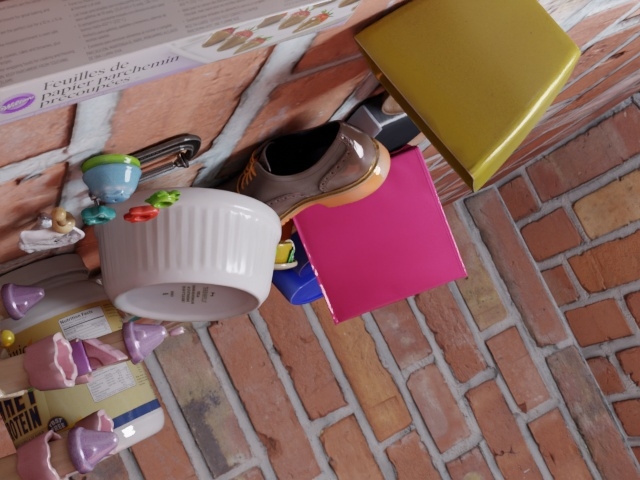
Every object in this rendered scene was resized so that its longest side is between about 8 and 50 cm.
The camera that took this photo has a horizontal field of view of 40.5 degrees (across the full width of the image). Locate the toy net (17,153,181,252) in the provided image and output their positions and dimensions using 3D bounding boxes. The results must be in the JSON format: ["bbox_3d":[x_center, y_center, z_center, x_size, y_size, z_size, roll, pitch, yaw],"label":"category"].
[{"bbox_3d":[-0.284,-0.039,1.072,0.232,0.045,0.122,-23,161,35],"label":"toy net"}]

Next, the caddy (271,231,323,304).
[{"bbox_3d":[0.000,0.000,2.082,0.341,0.179,0.241,-22,151,-30],"label":"caddy"}]

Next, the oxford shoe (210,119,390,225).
[{"bbox_3d":[-0.081,-0.098,1.329,0.363,0.130,0.132,-22,144,26],"label":"oxford shoe"}]

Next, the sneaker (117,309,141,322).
[{"bbox_3d":[-0.438,0.147,1.796,0.302,0.108,0.121,-25,177,17],"label":"sneaker"}]

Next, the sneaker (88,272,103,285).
[{"bbox_3d":[-0.370,0.073,1.655,0.235,0.090,0.094,-22,-169,-29],"label":"sneaker"}]

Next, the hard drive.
[{"bbox_3d":[0.106,-0.188,1.464,0.171,0.054,0.254,-24,174,-19],"label":"hard drive"}]

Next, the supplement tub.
[{"bbox_3d":[-0.408,0.202,1.380,0.228,0.316,0.228,-26,174,-3],"label":"supplement tub"}]

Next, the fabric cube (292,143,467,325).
[{"bbox_3d":[0.100,-0.019,1.660,0.258,0.254,0.259,-22,-173,3],"label":"fabric cube"}]

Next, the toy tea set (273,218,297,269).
[{"bbox_3d":[-0.137,-0.020,1.572,0.199,0.124,0.336,1,-173,-8],"label":"toy tea set"}]

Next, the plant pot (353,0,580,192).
[{"bbox_3d":[0.189,-0.205,1.051,0.187,0.212,0.212,-40,172,7],"label":"plant pot"}]

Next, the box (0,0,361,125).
[{"bbox_3d":[-0.111,-0.169,0.665,0.323,0.067,0.063,-24,174,-27],"label":"box"}]

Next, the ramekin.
[{"bbox_3d":[-0.191,0.031,1.251,0.272,0.127,0.273,-1,160,0],"label":"ramekin"}]

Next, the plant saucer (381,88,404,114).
[{"bbox_3d":[0.169,-0.249,1.262,0.198,0.036,0.198,-27,172,-4],"label":"plant saucer"}]

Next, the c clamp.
[{"bbox_3d":[-0.224,-0.090,1.101,0.160,0.022,0.137,-24,169,-8],"label":"c clamp"}]

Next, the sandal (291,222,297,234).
[{"bbox_3d":[-0.156,-0.012,1.895,0.240,0.088,0.079,-32,144,-10],"label":"sandal"}]

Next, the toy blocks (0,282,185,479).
[{"bbox_3d":[-0.326,0.140,1.112,0.259,0.309,0.288,-18,176,0],"label":"toy blocks"}]
